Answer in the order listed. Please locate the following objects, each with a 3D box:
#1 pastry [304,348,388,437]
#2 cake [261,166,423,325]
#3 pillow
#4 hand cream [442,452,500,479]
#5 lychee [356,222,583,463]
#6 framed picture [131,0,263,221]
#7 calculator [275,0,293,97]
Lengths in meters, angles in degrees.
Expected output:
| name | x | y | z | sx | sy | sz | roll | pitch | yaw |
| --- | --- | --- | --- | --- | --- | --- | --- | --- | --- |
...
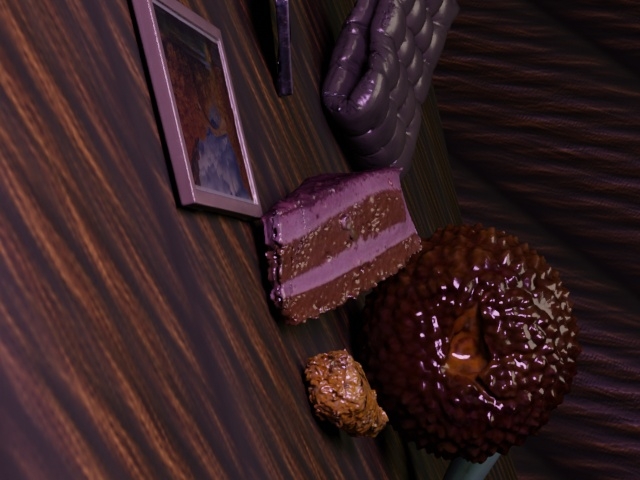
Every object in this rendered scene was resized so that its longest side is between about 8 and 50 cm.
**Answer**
| name | x | y | z | sx | sy | sz | roll | pitch | yaw |
| --- | --- | --- | --- | --- | --- | --- | --- | --- | --- |
| pastry | 0.026 | 0.150 | 1.515 | 0.080 | 0.056 | 0.140 | 66 | 10 | 15 |
| cake | 0.000 | 0.000 | 1.528 | 0.295 | 0.112 | 0.116 | -28 | 111 | -67 |
| pillow | 0.094 | -0.254 | 2.091 | 0.228 | 0.101 | 0.326 | 57 | 48 | -58 |
| hand cream | 0.203 | 0.236 | 1.935 | 0.312 | 0.070 | 0.111 | -58 | 162 | -6 |
| lychee | 0.168 | 0.113 | 1.772 | 0.267 | 0.267 | 0.267 | -14 | 90 | -80 |
| framed picture | -0.099 | -0.109 | 1.308 | 0.250 | 0.016 | 0.184 | 15 | 61 | -79 |
| calculator | -0.047 | -0.301 | 1.722 | 0.161 | 0.021 | 0.262 | 88 | -3 | -57 |
